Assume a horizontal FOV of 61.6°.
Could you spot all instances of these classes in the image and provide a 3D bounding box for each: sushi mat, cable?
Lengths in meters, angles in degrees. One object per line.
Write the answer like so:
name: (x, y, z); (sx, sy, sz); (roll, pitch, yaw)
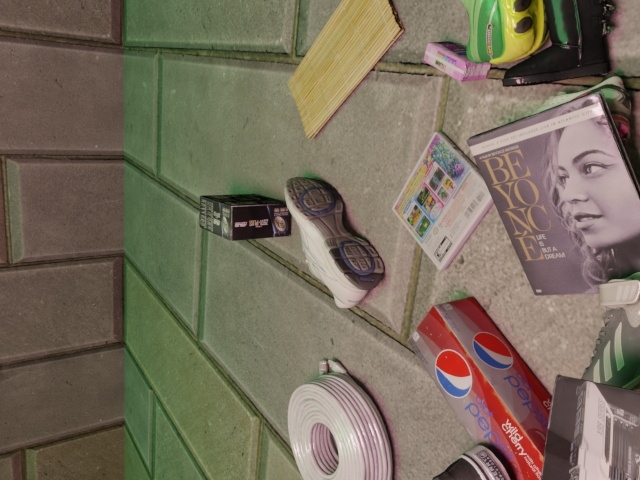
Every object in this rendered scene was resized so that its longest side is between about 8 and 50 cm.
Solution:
sushi mat: (0.032, -0.334, 0.989); (0.316, 0.019, 0.151); (-41, 60, 50)
cable: (0.032, 0.387, 1.031); (0.257, 0.089, 0.257); (29, 118, 51)

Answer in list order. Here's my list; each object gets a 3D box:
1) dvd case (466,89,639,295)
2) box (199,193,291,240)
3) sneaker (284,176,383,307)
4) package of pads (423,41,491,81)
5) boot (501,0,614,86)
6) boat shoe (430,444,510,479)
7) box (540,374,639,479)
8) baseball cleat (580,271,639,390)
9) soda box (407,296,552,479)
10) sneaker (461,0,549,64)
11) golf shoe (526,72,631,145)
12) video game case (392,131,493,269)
dvd case: (0.273, -0.038, 0.603); (0.165, 0.018, 0.221); (-12, 107, 56)
box: (-0.174, -0.056, 1.221); (0.180, 0.147, 0.077); (18, 109, 53)
sneaker: (0.000, 0.000, 1.014); (0.297, 0.111, 0.129); (62, 146, 31)
package of pads: (0.189, -0.248, 0.742); (0.083, 0.050, 0.032); (49, 140, 41)
boot: (0.262, -0.228, 0.598); (0.121, 0.045, 0.099); (-6, 102, 15)
boat shoe: (0.183, 0.395, 0.723); (0.113, 0.105, 0.306); (55, 159, 41)
box: (0.287, 0.239, 0.354); (0.307, 0.077, 0.242); (-5, 71, 65)
baseball cleat: (0.323, 0.107, 0.577); (0.109, 0.072, 0.205); (59, 137, 32)
soda box: (0.231, 0.205, 0.715); (0.263, 0.084, 0.092); (58, 139, 33)
sneaker: (0.195, -0.363, 0.665); (0.124, 0.110, 0.295); (-11, 86, 52)
golf shoe: (0.273, -0.128, 0.635); (0.186, 0.068, 0.085); (-18, 54, 55)
video game case: (0.181, -0.059, 0.810); (0.143, 0.019, 0.157); (58, 139, 34)
